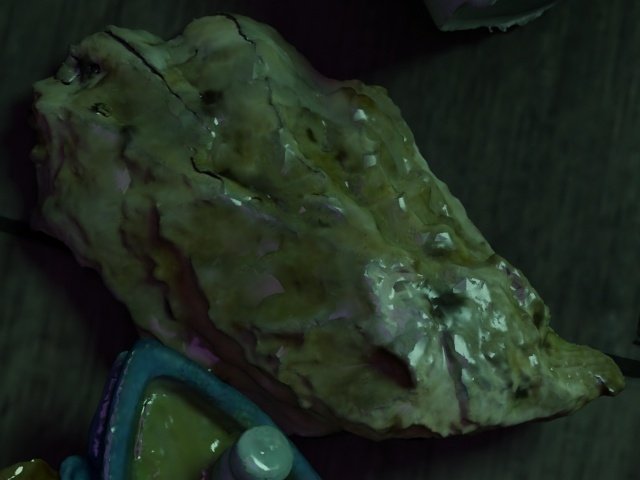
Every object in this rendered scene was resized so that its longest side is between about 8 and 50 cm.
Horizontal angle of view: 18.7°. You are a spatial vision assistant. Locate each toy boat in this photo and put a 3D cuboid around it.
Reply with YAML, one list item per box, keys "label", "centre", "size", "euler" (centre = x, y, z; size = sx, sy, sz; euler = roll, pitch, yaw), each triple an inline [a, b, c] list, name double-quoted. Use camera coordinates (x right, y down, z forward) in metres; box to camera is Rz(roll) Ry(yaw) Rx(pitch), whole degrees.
- label: "toy boat"
  centre: [-0.009, 0.139, 0.613]
  size: [0.109, 0.098, 0.238]
  euler: [-25, 78, -29]

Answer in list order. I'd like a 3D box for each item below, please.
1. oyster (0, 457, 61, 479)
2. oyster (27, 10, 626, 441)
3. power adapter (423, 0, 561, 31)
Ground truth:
- label: "oyster"
  centre: [-0.154, 0.226, 0.603]
  size: [0.129, 0.078, 0.345]
  euler: [21, 88, 0]
- label: "oyster"
  centre: [-0.009, 0.002, 0.657]
  size: [0.133, 0.072, 0.209]
  euler: [-35, 85, -13]
- label: "power adapter"
  centre: [0.070, -0.221, 0.646]
  size: [0.187, 0.124, 0.255]
  euler: [-30, 84, 27]
